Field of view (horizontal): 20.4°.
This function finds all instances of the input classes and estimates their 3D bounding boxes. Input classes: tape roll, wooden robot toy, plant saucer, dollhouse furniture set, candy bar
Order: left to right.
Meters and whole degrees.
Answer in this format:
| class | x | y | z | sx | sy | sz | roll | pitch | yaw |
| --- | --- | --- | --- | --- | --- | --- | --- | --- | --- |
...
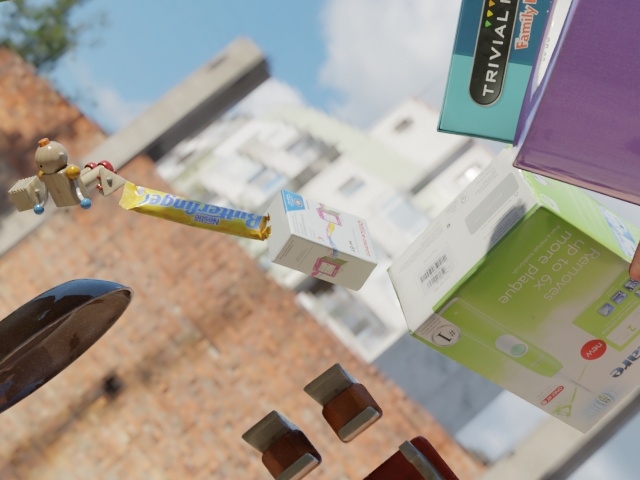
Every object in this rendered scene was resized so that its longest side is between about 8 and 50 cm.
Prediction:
| class | x | y | z | sx | sy | sz | roll | pitch | yaw |
| --- | --- | --- | --- | --- | --- | --- | --- | --- | --- |
| plant saucer | -0.246 | 0.090 | 1.501 | 0.036 | 0.198 | 0.198 | 50 | -15 | 8 |
| wooden robot toy | -0.282 | -0.081 | 1.940 | 0.173 | 0.076 | 0.079 | -4 | -57 | 48 |
| candy bar | -0.128 | -0.029 | 1.850 | 0.161 | 0.040 | 0.018 | 13 | -48 | -7 |
| dollhouse furniture set | 0.020 | 0.293 | 1.675 | 0.262 | 0.259 | 0.135 | 52 | 1 | 20 |
| tape roll | 0.186 | -0.158 | 0.971 | 0.090 | 0.275 | 0.275 | 16 | -19 | 2 |

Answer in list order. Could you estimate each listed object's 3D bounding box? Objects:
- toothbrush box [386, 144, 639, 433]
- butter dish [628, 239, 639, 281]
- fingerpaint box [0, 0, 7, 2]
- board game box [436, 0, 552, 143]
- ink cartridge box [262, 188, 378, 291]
| class | x | y | z | sx | sy | sz | roll | pitch | yaw |
| --- | --- | --- | --- | --- | --- | --- | --- | --- | --- |
| toothbrush box | 0.249 | 0.057 | 1.946 | 0.283 | 0.206 | 0.122 | 30 | 25 | -32 |
| butter dish | 0.370 | 0.059 | 1.665 | 0.160 | 0.118 | 0.160 | 7 | -20 | 5 |
| fingerpaint box | -0.161 | -0.288 | 1.384 | 0.445 | 0.371 | 0.163 | -51 | 133 | -70 |
| board game box | 0.283 | -0.190 | 1.546 | 0.336 | 0.254 | 0.079 | 13 | 5 | 33 |
| ink cartridge box | 0.000 | 0.000 | 2.113 | 0.122 | 0.052 | 0.088 | 21 | 33 | -26 |
